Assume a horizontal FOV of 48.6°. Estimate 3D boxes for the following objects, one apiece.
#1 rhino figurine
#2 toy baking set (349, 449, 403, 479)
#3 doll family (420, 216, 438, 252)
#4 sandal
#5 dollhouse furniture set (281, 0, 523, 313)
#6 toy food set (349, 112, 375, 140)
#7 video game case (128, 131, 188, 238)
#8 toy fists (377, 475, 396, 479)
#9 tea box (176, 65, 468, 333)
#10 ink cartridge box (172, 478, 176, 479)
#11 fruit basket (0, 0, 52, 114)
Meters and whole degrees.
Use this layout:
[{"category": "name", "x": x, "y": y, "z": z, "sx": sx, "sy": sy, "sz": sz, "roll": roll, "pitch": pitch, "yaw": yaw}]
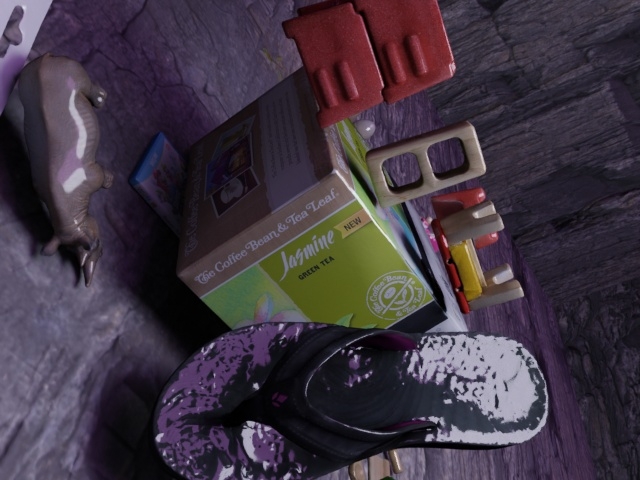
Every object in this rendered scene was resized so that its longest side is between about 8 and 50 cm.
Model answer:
[{"category": "rhino figurine", "x": -0.255, "y": -0.072, "z": 0.718, "sx": 0.106, "sy": 0.073, "sz": 0.243, "roll": -125, "pitch": -150, "yaw": -86}, {"category": "toy baking set", "x": 0.068, "y": 0.283, "z": 1.153, "sx": 0.197, "sy": 0.030, "sz": 0.256, "roll": 27, "pitch": 44, "yaw": -56}, {"category": "doll family", "x": 0.079, "y": 0.045, "z": 1.208, "sx": 0.118, "sy": 0.263, "sz": 0.163, "roll": 33, "pitch": 5, "yaw": -17}, {"category": "sandal", "x": 0.053, "y": 0.147, "z": 0.723, "sx": 0.446, "sy": 0.107, "sz": 0.167, "roll": -2, "pitch": 64, "yaw": -23}, {"category": "dollhouse furniture set", "x": 0.098, "y": -0.111, "z": 0.831, "sx": 0.201, "sy": 0.152, "sz": 0.374, "roll": -79, "pitch": 150, "yaw": -70}, {"category": "toy food set", "x": 0.086, "y": -0.170, "z": 1.547, "sx": 0.220, "sy": 0.092, "sz": 0.306, "roll": 8, "pitch": 61, "yaw": -64}, {"category": "video game case", "x": -0.182, "y": -0.053, "z": 0.956, "sx": 0.166, "sy": 0.015, "sz": 0.119, "roll": 53, "pitch": 27, "yaw": -28}, {"category": "toy fists", "x": 0.114, "y": 0.467, "z": 0.981, "sx": 0.142, "sy": 0.096, "sz": 0.279, "roll": 49, "pitch": 17, "yaw": -13}, {"category": "tea box", "x": 0.000, "y": 0.000, "z": 0.936, "sx": 0.323, "sy": 0.220, "sz": 0.329, "roll": 49, "pitch": 16, "yaw": -30}, {"category": "ink cartridge box", "x": -0.096, "y": 0.249, "z": 0.738, "sx": 0.060, "sy": 0.104, "sz": 0.180, "roll": 28, "pitch": 44, "yaw": -54}, {"category": "fruit basket", "x": -0.340, "y": -0.268, "z": 0.559, "sx": 0.353, "sy": 0.166, "sz": 0.326, "roll": 45, "pitch": 55, "yaw": -52}]
